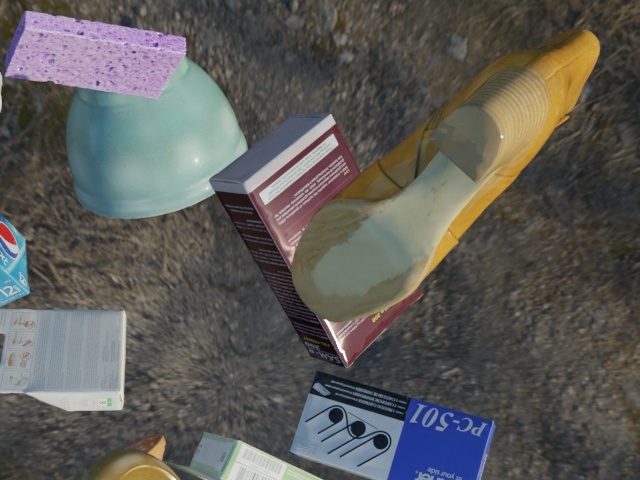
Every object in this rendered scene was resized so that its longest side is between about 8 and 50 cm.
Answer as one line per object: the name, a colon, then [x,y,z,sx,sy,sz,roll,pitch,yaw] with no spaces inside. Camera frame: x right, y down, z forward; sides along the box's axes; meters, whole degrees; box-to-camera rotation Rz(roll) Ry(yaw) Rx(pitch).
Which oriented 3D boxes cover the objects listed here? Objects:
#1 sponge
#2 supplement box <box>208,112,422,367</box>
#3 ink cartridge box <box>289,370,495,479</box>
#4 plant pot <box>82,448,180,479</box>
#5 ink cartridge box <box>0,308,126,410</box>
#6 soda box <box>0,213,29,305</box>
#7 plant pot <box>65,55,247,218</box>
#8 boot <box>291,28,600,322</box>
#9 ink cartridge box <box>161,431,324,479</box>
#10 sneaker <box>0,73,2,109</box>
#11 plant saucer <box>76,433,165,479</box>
sponge: [-0.289,-0.236,1.296,0.210,0.117,0.031,5,65,-29]
supplement box: [0.000,0.000,1.060,0.130,0.073,0.239,-41,117,-26]
ink cartridge box: [0.079,0.219,1.112,0.207,0.046,0.097,14,75,17]
plant pot: [-0.221,0.379,1.280,0.032,0.236,0.236,-19,83,26]
ink cartridge box: [-0.427,0.190,1.616,0.224,0.056,0.181,0,43,-8]
soda box: [-0.362,0.043,0.867,0.210,0.071,0.067,-23,51,6]
plant pot: [-0.278,-0.199,1.606,0.293,0.293,0.196,-17,126,-7]
boot: [0.113,-0.053,0.868,0.104,0.295,0.211,49,42,6]
ink cartridge box: [-0.083,0.294,1.255,0.171,0.235,0.056,29,75,-20]
sneaker: [-0.497,-0.242,1.377,0.094,0.258,0.091,-22,72,2]
plant saucer: [-0.330,0.380,1.607,0.200,0.200,0.037,-32,95,-8]
